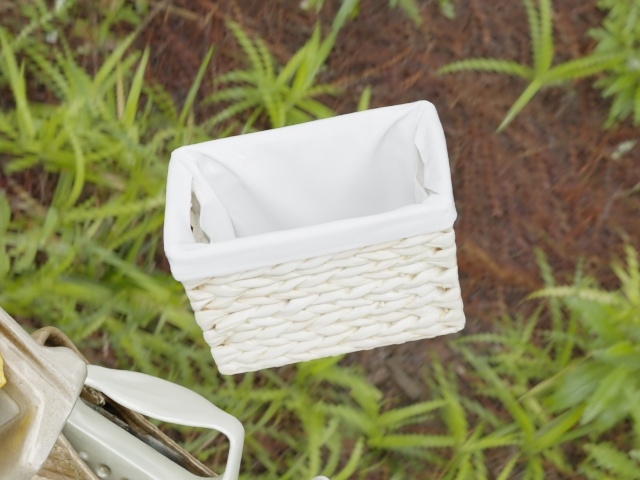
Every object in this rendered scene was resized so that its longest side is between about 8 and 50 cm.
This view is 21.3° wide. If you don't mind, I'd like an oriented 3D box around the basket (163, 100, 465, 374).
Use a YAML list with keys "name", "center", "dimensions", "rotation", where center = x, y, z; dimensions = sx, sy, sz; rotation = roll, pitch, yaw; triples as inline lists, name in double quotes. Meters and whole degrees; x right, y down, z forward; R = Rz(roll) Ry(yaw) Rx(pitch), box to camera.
- name: "basket"
  center: [0.000, 0.000, 1.014]
  dimensions: [0.167, 0.103, 0.113]
  rotation: [-10, 37, 5]

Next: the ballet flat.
- name: "ballet flat"
  center: [-0.067, 0.168, 1.041]
  dimensions: [0.342, 0.124, 0.116]
  rotation: [37, 24, 1]

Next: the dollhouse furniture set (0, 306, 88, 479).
- name: "dollhouse furniture set"
  center: [-0.246, 0.076, 0.672]
  dimensions: [0.197, 0.301, 0.151]
  rotation: [45, 57, -6]
